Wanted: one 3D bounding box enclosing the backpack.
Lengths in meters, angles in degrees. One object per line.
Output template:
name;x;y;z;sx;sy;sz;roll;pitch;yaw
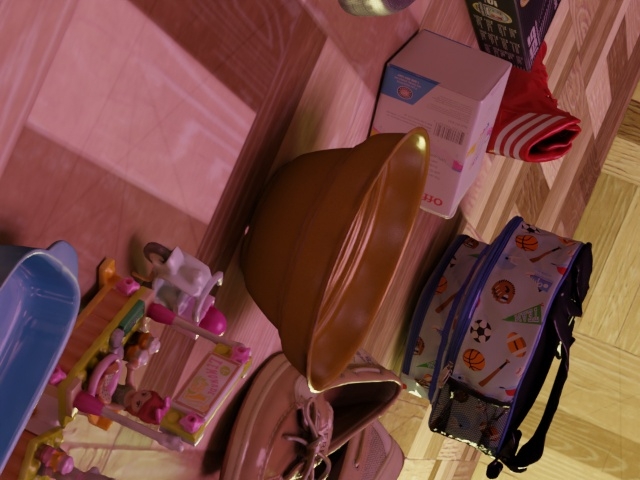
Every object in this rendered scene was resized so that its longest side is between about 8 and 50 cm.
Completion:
backpack;0.225;0.101;1.972;0.276;0.213;0.263;-62;174;-45

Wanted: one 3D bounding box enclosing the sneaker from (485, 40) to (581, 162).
sneaker;0.244;-0.151;1.809;0.221;0.128;0.087;-53;161;-41

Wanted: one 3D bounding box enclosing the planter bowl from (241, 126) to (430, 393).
planter bowl;0.000;0.000;1.218;0.217;0.090;0.217;-59;163;-31

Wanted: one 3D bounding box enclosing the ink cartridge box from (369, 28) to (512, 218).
ink cartridge box;0.101;-0.099;1.439;0.090;0.092;0.143;-50;159;-52

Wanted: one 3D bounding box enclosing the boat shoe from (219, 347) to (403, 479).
boat shoe;-0.005;0.154;1.436;0.285;0.089;0.104;-38;148;-63

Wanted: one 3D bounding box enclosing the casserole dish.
casserole dish;-0.179;0.080;0.790;0.114;0.037;0.188;65;49;-71

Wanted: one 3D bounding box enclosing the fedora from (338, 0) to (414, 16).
fedora;0.047;-0.268;0.907;0.244;0.124;0.275;-46;163;-50

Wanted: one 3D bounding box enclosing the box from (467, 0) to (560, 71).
box;0.221;-0.312;1.620;0.216;0.060;0.270;-66;166;-6

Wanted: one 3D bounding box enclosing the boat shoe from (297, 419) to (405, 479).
boat shoe;-0.014;0.285;1.623;0.098;0.109;0.302;57;45;-23

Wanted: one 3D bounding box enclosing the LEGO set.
LEGO set;-0.124;0.131;0.925;0.287;0.107;0.132;-62;165;-21
